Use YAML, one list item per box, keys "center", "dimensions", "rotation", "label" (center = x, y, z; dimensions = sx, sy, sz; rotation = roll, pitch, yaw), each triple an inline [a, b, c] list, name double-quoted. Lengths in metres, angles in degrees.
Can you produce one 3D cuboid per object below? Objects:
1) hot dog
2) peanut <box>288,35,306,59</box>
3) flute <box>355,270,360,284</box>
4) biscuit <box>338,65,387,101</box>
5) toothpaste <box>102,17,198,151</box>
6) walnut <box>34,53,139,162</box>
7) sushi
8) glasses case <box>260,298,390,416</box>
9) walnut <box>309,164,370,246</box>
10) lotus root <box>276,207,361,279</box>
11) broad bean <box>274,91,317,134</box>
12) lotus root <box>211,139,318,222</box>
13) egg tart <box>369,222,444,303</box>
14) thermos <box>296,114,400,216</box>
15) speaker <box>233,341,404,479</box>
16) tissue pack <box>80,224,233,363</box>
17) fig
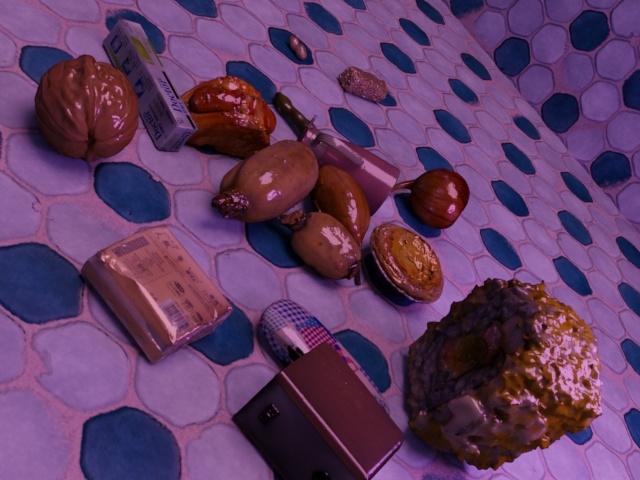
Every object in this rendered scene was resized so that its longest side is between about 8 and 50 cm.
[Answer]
- center: [-0.205, -0.289, 1.940]
  dimensions: [0.256, 0.153, 0.150]
  rotation: [11, 45, -41]
  label: "hot dog"
- center: [-0.071, -0.584, 2.535]
  dimensions: [0.083, 0.037, 0.037]
  rotation: [53, 33, 8]
  label: "peanut"
- center: [0.085, 0.011, 2.042]
  dimensions: [0.014, 0.014, 0.269]
  rotation: [27, 36, -24]
  label: "flute"
- center: [0.137, -0.491, 2.626]
  dimensions: [0.168, 0.070, 0.082]
  rotation: [15, 51, -40]
  label: "biscuit"
- center: [-0.387, -0.350, 1.882]
  dimensions: [0.067, 0.081, 0.336]
  rotation: [1, 52, -52]
  label: "toothpaste"
- center: [-0.449, -0.256, 1.613]
  dimensions: [0.213, 0.213, 0.213]
  rotation: [28, 35, -22]
  label: "walnut"
- center: [0.368, 0.277, 1.702]
  dimensions: [0.240, 0.396, 0.351]
  rotation: [35, 39, -18]
  label: "sushi"
- center: [0.009, 0.248, 1.630]
  dimensions: [0.327, 0.076, 0.125]
  rotation: [49, 31, 7]
  label: "glasses case"
- center: [0.044, -0.081, 1.991]
  dimensions: [0.137, 0.137, 0.245]
  rotation: [14, 43, -38]
  label: "walnut"
- center: [0.000, 0.000, 1.874]
  dimensions: [0.221, 0.118, 0.125]
  rotation: [43, 17, 1]
  label: "lotus root"
- center: [-0.049, -0.306, 2.232]
  dimensions: [0.256, 0.052, 0.053]
  rotation: [50, -9, 15]
  label: "broad bean"
- center: [-0.119, -0.119, 1.824]
  dimensions: [0.151, 0.169, 0.342]
  rotation: [58, 34, -6]
  label: "lotus root"
- center: [0.199, 0.063, 2.034]
  dimensions: [0.234, 0.094, 0.234]
  rotation: [31, 34, -24]
  label: "egg tart"
- center: [0.059, -0.192, 2.114]
  dimensions: [0.265, 0.176, 0.146]
  rotation: [33, 71, -9]
  label: "thermos"
- center: [0.001, 0.327, 1.459]
  dimensions: [0.231, 0.153, 0.192]
  rotation: [49, 32, 9]
  label: "speaker"
- center: [-0.286, 0.088, 1.481]
  dimensions: [0.222, 0.090, 0.186]
  rotation: [48, 35, 9]
  label: "tissue pack"
- center: [0.307, -0.131, 2.329]
  dimensions: [0.207, 0.175, 0.175]
  rotation: [28, 30, 13]
  label: "fig"
